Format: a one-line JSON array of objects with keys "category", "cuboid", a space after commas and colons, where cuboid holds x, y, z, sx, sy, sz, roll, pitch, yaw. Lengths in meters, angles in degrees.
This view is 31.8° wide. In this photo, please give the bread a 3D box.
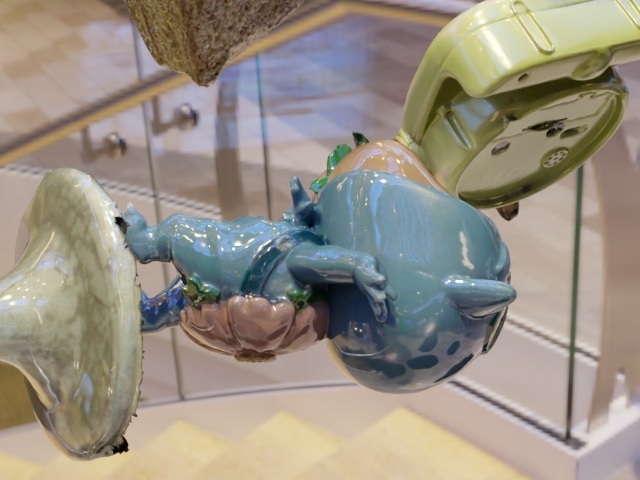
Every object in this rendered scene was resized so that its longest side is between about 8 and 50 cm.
[{"category": "bread", "cuboid": [-0.095, -0.272, 0.931, 0.110, 0.234, 0.184, 27, 62, 26]}]

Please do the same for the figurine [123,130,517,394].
[{"category": "figurine", "cuboid": [0.000, 0.000, 0.525, 0.178, 0.114, 0.145, 1, 53, -5]}]

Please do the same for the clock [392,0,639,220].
[{"category": "clock", "cuboid": [0.137, -0.082, 0.793, 0.170, 0.232, 0.069, -17, 64, -24]}]

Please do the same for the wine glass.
[{"category": "wine glass", "cuboid": [-0.189, 0.034, 0.369, 0.241, 0.126, 0.126, -3, 21, -35]}]
